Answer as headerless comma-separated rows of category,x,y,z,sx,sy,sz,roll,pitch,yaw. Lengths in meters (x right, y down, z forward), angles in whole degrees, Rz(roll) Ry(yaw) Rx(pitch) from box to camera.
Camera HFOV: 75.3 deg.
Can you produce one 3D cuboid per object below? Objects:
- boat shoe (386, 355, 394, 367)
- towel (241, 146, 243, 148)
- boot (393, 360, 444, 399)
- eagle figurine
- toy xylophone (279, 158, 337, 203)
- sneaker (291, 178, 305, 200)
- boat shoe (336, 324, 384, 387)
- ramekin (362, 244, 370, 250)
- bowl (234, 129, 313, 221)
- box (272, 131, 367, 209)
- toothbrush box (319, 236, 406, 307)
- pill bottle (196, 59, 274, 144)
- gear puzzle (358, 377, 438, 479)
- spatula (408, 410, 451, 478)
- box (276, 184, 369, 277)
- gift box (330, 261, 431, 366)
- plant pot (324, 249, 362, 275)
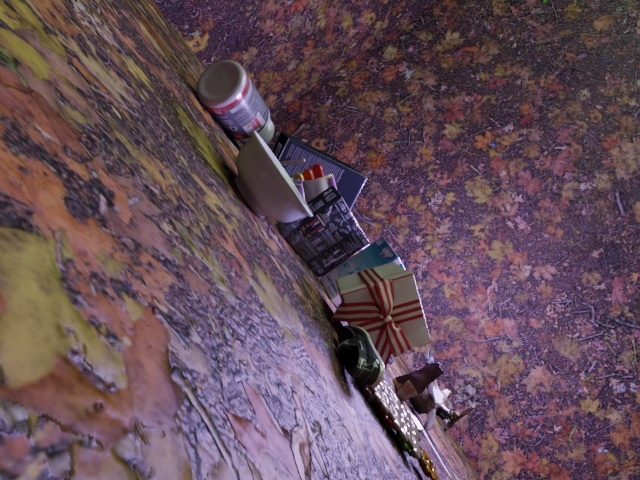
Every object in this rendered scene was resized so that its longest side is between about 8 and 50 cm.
boat shoe,0.263,0.446,1.763,0.285,0.092,0.103,53,4,-38
towel,-0.231,-0.253,1.880,0.336,0.040,0.243,53,4,-45
boot,0.404,0.562,1.688,0.090,0.206,0.248,57,3,10
eagle figurine,0.484,0.658,1.794,0.298,0.226,0.225,53,7,31
toy xylophone,-0.082,-0.206,1.604,0.322,0.081,0.237,9,-62,37
sneaker,-0.157,-0.210,1.494,0.282,0.161,0.102,53,6,-27
boat shoe,0.079,0.264,1.009,0.079,0.084,0.233,19,9,-16
ramekin,0.166,0.096,2.420,0.273,0.272,0.127,56,15,-5
bowl,-0.157,-0.160,1.214,0.298,0.134,0.298,56,4,-6
box,-0.034,-0.310,1.917,0.395,0.212,0.293,23,14,-18
toothbrush box,0.181,0.160,1.603,0.216,0.295,0.126,51,5,-45
pill bottle,-0.335,-0.547,1.729,0.210,0.210,0.363,58,4,25
gear puzzle,0.195,0.463,1.061,0.339,0.044,0.175,55,10,3
spatula,0.400,0.748,1.526,0.242,0.019,0.168,60,0,39
box,0.019,-0.022,1.503,0.307,0.242,0.077,51,6,-49
gift box,0.173,0.233,1.300,0.258,0.276,0.255,-126,-165,-82
plant pot,0.139,0.158,1.805,0.180,0.201,0.201,56,3,13
